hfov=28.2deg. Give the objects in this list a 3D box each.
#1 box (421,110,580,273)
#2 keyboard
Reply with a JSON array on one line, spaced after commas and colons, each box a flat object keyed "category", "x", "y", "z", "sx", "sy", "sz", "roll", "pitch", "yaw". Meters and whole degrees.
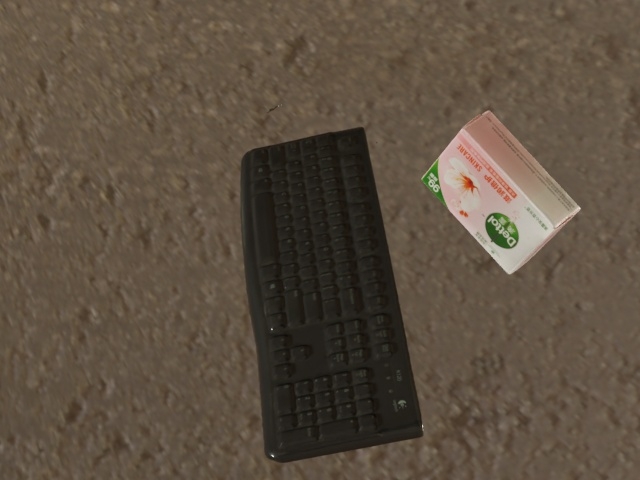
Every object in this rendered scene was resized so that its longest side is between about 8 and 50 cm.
[{"category": "box", "x": 0.162, "y": -0.043, "z": 1.156, "sx": 0.043, "sy": 0.089, "sz": 0.125, "roll": -34, "pitch": 77, "yaw": -36}, {"category": "keyboard", "x": -0.003, "y": -0.011, "z": 0.862, "sx": 0.104, "sy": 0.381, "sz": 0.041, "roll": -12, "pitch": 128, "yaw": 3}]
